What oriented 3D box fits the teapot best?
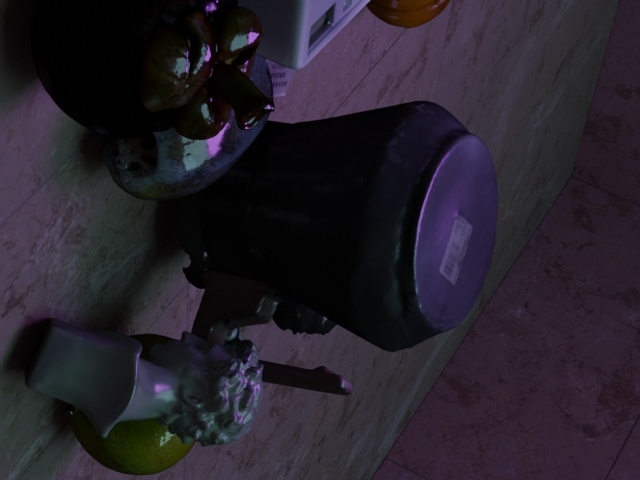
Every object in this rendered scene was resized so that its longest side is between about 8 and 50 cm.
[{"bbox_3d":[0.000,0.000,1.914,0.305,0.361,0.376,40,64,-58],"label":"teapot"}]

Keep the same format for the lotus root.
[{"bbox_3d":[-0.126,-0.149,1.750,0.322,0.140,0.158,-45,154,-55],"label":"lotus root"}]

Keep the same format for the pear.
[{"bbox_3d":[-0.236,0.196,1.899,0.216,0.166,0.180,20,108,-52],"label":"pear"}]

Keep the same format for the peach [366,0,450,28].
[{"bbox_3d":[0.128,-0.375,2.220,0.138,0.138,0.138,-55,161,-30],"label":"peach"}]

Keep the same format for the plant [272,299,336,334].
[{"bbox_3d":[-0.009,0.016,2.314,0.142,0.164,0.256,-2,100,-76],"label":"plant"}]

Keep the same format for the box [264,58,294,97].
[{"bbox_3d":[-0.044,-0.277,2.005,0.109,0.029,0.198,-23,136,-66],"label":"box"}]

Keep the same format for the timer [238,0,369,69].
[{"bbox_3d":[-0.052,-0.326,1.623,0.192,0.195,0.194,-50,158,-42],"label":"timer"}]

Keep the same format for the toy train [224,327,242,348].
[{"bbox_3d":[-0.140,0.182,2.295,0.178,0.071,0.105,82,29,-64],"label":"toy train"}]

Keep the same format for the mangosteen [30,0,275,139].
[{"bbox_3d":[-0.145,-0.184,1.451,0.211,0.250,0.211,-55,167,-20],"label":"mangosteen"}]

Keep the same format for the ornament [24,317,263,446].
[{"bbox_3d":[-0.198,0.167,1.771,0.120,0.285,0.130,32,-68,63],"label":"ornament"}]
